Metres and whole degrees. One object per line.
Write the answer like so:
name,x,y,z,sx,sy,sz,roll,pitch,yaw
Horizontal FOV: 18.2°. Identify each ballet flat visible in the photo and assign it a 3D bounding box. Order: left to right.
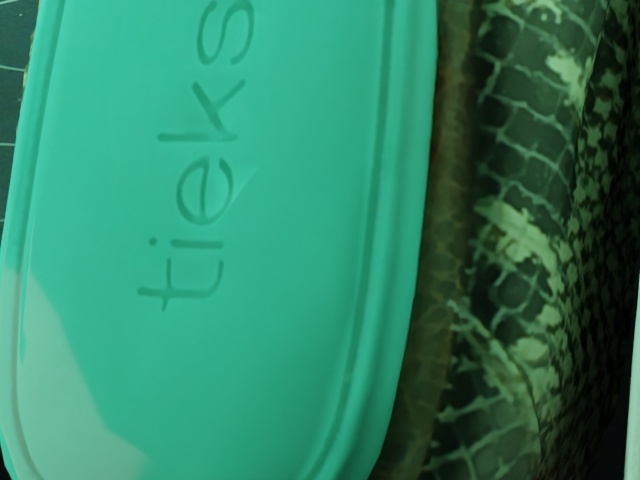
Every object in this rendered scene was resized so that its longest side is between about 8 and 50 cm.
ballet flat,0.022,-0.151,0.453,0.182,0.164,0.483,4,-90,-61

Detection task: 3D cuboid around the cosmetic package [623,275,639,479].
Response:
cosmetic package,0.142,-0.075,0.365,0.217,0.156,0.385,-66,-20,-57

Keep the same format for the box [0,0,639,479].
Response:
box,0.000,0.000,0.905,0.472,0.479,0.297,-110,13,-59
